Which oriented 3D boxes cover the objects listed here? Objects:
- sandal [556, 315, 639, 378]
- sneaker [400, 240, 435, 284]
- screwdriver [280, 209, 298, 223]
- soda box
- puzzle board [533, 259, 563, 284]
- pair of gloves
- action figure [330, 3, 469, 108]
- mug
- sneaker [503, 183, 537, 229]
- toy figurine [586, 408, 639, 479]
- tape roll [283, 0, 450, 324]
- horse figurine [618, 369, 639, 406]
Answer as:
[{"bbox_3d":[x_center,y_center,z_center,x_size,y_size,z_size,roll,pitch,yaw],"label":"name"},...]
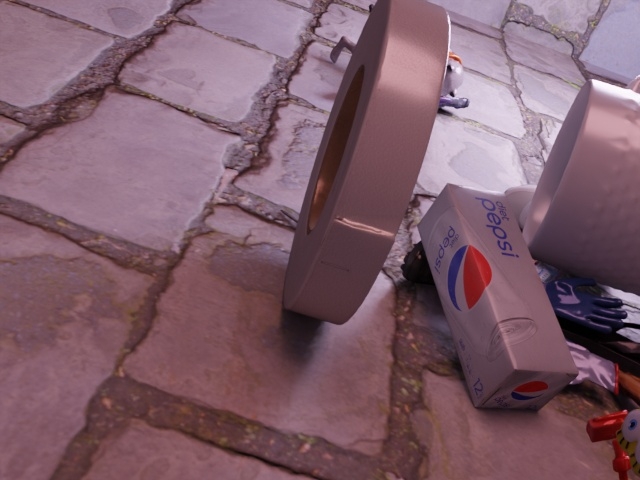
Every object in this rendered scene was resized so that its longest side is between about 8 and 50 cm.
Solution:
[{"bbox_3d":[0.421,0.143,1.145,0.254,0.054,0.097,19,19,-4],"label":"sandal"},{"bbox_3d":[0.217,0.035,1.183,0.234,0.078,0.106,-6,36,-43],"label":"sneaker"},{"bbox_3d":[0.000,0.000,1.170,0.170,0.025,0.024,30,29,34],"label":"screwdriver"},{"bbox_3d":[0.213,0.065,1.037,0.098,0.091,0.286,8,48,-23],"label":"soda box"},{"bbox_3d":[0.335,0.036,1.332,0.096,0.011,0.128,32,31,20],"label":"puzzle board"},{"bbox_3d":[0.325,0.118,1.103,0.159,0.023,0.198,17,48,6],"label":"pair of gloves"},{"bbox_3d":[0.168,-0.391,1.796,0.341,0.178,0.330,-3,27,-41],"label":"action figure"},{"bbox_3d":[0.513,-0.092,1.222,0.328,0.276,0.374,21,68,6],"label":"mug"},{"bbox_3d":[0.399,-0.021,1.392,0.229,0.087,0.092,35,26,24],"label":"sneaker"},{"bbox_3d":[0.209,0.326,0.671,0.217,0.191,0.362,-11,39,3],"label":"toy figurine"},{"bbox_3d":[0.046,-0.095,0.970,0.072,0.392,0.392,17,29,-8],"label":"tape roll"},{"bbox_3d":[0.453,0.245,0.992,0.174,0.066,0.263,23,28,-1],"label":"horse figurine"}]
